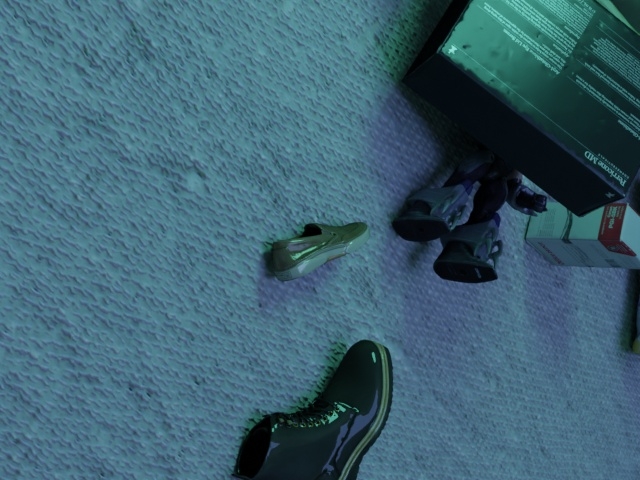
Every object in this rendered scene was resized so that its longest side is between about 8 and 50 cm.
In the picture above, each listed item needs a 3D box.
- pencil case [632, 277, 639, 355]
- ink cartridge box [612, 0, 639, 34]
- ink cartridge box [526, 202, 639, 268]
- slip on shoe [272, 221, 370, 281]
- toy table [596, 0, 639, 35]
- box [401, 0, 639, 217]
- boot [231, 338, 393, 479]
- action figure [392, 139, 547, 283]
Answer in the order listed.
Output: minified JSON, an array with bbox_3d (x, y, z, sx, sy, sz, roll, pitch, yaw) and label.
[{"bbox_3d":[0.524,0.045,1.978,0.124,0.113,0.273,3,92,-32],"label":"pencil case"},{"bbox_3d":[0.469,-0.403,1.850,0.148,0.086,0.203,45,60,-24],"label":"ink cartridge box"},{"bbox_3d":[0.350,-0.007,1.735,0.099,0.135,0.056,35,64,-48],"label":"ink cartridge box"},{"bbox_3d":[0.000,0.000,1.371,0.135,0.051,0.041,-26,103,-40],"label":"slip on shoe"},{"bbox_3d":[0.420,-0.197,1.780,0.274,0.161,0.252,10,87,-51],"label":"toy table"},{"bbox_3d":[0.250,-0.180,1.488,0.261,0.103,0.184,37,65,-10],"label":"box"},{"bbox_3d":[-0.005,0.177,1.367,0.137,0.077,0.198,35,66,-42],"label":"boot"},{"bbox_3d":[0.199,-0.078,1.570,0.185,0.099,0.285,53,49,-25],"label":"action figure"}]
